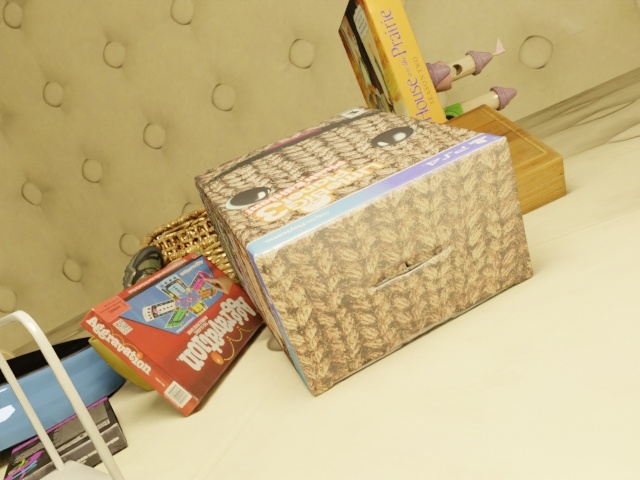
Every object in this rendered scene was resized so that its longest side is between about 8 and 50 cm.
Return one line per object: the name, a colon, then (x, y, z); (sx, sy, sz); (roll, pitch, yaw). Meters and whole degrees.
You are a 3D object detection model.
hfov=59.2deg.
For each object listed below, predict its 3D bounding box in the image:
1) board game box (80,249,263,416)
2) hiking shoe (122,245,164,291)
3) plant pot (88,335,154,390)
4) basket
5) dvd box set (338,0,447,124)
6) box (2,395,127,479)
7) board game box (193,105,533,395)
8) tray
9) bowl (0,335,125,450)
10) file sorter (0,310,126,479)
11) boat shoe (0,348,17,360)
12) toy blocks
board game box: (-0.158, 0.095, 0.699); (0.027, 0.145, 0.281); (-48, 1, 15)
hiking shoe: (-0.294, 0.107, 1.021); (0.114, 0.226, 0.086); (-12, -32, 18)
plant pot: (-0.226, 0.144, 0.762); (0.134, 0.095, 0.134); (-24, 7, 3)
basket: (-0.237, 0.005, 1.192); (0.300, 0.222, 0.213); (-24, -9, 3)
dvd box set: (0.151, -0.246, 1.063); (0.062, 0.419, 0.307); (-23, 7, -2)
box: (-0.274, 0.222, 0.606); (0.116, 0.029, 0.162); (-28, 6, -23)
board game box: (0.022, -0.020, 0.588); (0.232, 0.141, 0.291); (-26, 25, -13)
tray: (0.109, -0.054, 0.819); (0.411, 0.076, 0.202); (-24, 36, -2)
bowl: (-0.493, 0.239, 0.841); (0.392, 0.077, 0.391); (-17, 3, 1)
file sorter: (-0.297, 0.183, 0.366); (0.278, 0.172, 0.193); (-30, 8, -40)
boat shoe: (-0.706, 0.329, 1.019); (0.341, 0.121, 0.110); (-38, 15, -19)
toy blocks: (0.317, -0.261, 1.207); (0.260, 0.288, 0.309); (-20, 5, -3)
